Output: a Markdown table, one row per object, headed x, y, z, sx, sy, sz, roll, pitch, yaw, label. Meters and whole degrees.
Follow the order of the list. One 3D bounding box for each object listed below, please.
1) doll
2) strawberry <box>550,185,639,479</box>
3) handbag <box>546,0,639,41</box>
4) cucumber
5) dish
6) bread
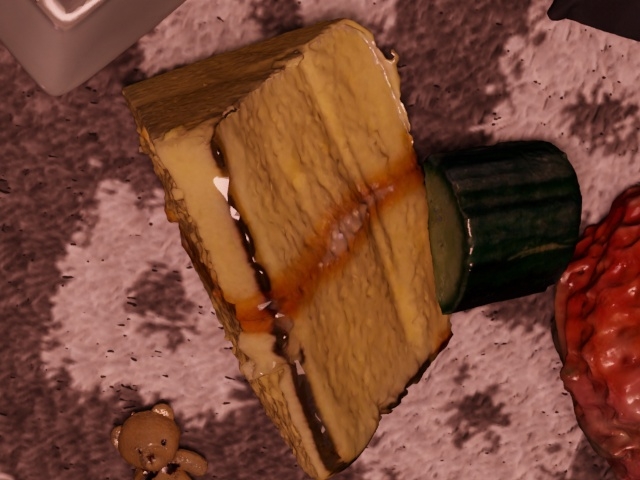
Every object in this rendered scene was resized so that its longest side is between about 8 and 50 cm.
| x | y | z | sx | sy | sz | roll | pitch | yaw | label |
| --- | --- | --- | --- | --- | --- | --- | --- | --- | --- |
| -0.118 | 0.169 | 1.417 | 0.061 | 0.051 | 0.093 | -22 | 134 | 0 | doll |
| 0.338 | 0.057 | 1.368 | 0.336 | 0.149 | 0.265 | -29 | 104 | 1 | strawberry |
| 0.304 | -0.235 | 1.322 | 0.211 | 0.089 | 0.254 | 22 | 98 | -8 | handbag |
| 0.131 | -0.011 | 1.344 | 0.115 | 0.062 | 0.116 | -9 | 95 | -34 | cucumber |
| -0.192 | -0.234 | 1.279 | 0.182 | 0.080 | 0.243 | -39 | 104 | 5 | dish |
| 0.000 | 0.000 | 1.274 | 0.198 | 0.236 | 0.263 | -22 | 107 | 1 | bread |
